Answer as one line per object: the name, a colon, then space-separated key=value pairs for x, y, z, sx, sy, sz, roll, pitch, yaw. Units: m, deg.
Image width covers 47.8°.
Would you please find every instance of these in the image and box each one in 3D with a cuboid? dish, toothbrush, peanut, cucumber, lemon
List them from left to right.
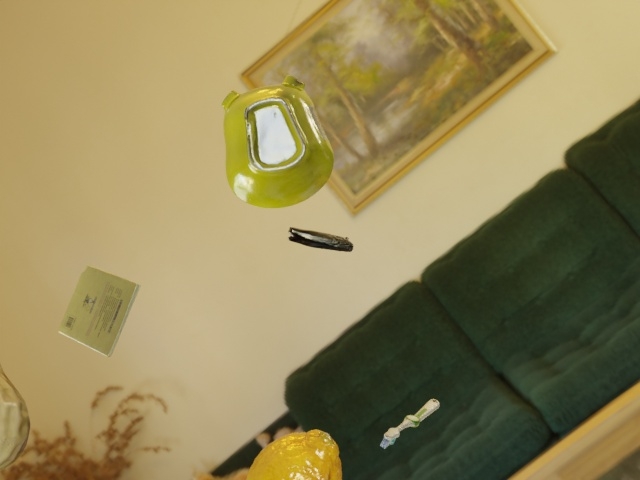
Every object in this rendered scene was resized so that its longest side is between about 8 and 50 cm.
peanut: x=-0.476 y=0.170 z=0.936 sx=0.136 sy=0.298 sz=0.120 roll=-34 pitch=-22 yaw=2
dish: x=-0.091 y=-0.201 z=1.418 sx=0.221 sy=0.263 sz=0.108 roll=-13 pitch=-6 yaw=-3
lemon: x=-0.038 y=0.365 z=1.088 sx=0.187 sy=0.142 sz=0.142 roll=-60 pitch=-3 yaw=7
cucumber: x=0.000 y=0.000 z=1.443 sx=0.034 sy=0.134 sz=0.033 roll=-144 pitch=65 yaw=-70
toothbrush: x=0.185 y=0.354 z=1.432 sx=0.030 sy=0.030 sz=0.304 roll=-39 pitch=-14 yaw=23

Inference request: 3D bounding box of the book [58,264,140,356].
book: x=-0.494 y=0.151 z=1.602 sx=0.013 sy=0.192 sz=0.168 roll=31 pitch=-102 yaw=-52
